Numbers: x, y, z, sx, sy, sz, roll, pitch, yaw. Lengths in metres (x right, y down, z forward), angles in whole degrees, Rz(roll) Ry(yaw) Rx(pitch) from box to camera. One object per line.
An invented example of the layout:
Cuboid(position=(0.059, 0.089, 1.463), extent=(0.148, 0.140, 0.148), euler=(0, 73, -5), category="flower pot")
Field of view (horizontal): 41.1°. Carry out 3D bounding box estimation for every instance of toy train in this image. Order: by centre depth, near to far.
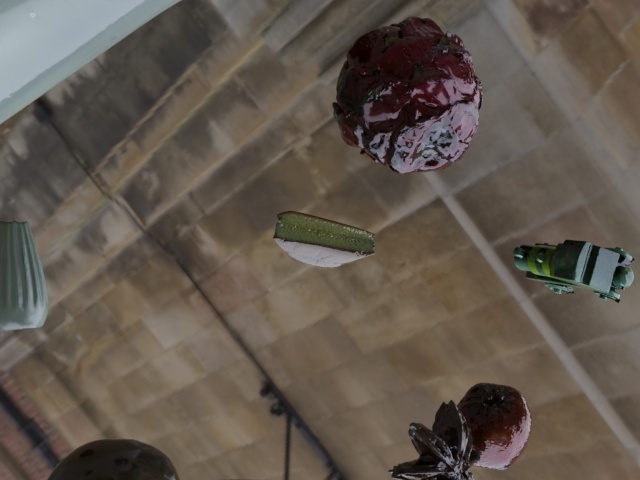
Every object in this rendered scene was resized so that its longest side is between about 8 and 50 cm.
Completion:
Cuboid(position=(0.383, 0.037, 1.320), extent=(0.200, 0.132, 0.083), euler=(3, -105, 65), category="toy train")

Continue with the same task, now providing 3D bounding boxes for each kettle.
Cuboid(position=(-0.300, -0.272, 0.809), extent=(0.318, 0.265, 0.205), euler=(-27, -170, 14), category="kettle")

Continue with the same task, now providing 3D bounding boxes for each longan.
Cuboid(position=(-0.426, 0.543, 1.740), extent=(0.297, 0.297, 0.297), euler=(-37, -174, 4), category="longan")

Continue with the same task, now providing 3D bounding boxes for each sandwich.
Cuboid(position=(0.000, 0.000, 2.020), extent=(0.096, 0.257, 0.094), euler=(137, -38, -56), category="sandwich")

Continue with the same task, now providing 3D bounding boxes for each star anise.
Cuboid(position=(0.223, 0.420, 1.573), extent=(0.093, 0.236, 0.229), euler=(9, -119, 49), category="star anise")

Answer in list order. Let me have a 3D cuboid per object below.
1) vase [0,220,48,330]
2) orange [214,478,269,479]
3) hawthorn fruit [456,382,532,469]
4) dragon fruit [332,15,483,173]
Cuboid(position=(-0.690, 0.078, 1.943), extent=(0.128, 0.248, 0.128), euler=(-6, 176, 0), category="vase")
Cuboid(position=(-0.143, 0.513, 1.516), extent=(0.240, 0.171, 0.240), euler=(0, 169, 0), category="orange")
Cuboid(position=(0.338, 0.384, 1.703), extent=(0.157, 0.156, 0.194), euler=(-44, 146, -50), category="hawthorn fruit")
Cuboid(position=(0.179, -0.291, 1.754), extent=(0.329, 0.329, 0.329), euler=(-37, -174, 4), category="dragon fruit")
